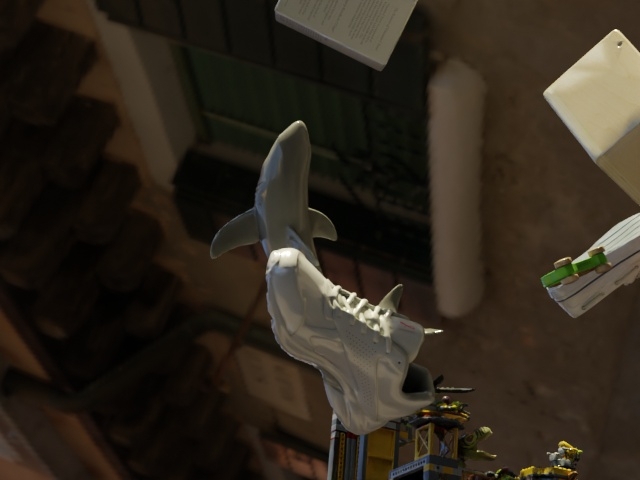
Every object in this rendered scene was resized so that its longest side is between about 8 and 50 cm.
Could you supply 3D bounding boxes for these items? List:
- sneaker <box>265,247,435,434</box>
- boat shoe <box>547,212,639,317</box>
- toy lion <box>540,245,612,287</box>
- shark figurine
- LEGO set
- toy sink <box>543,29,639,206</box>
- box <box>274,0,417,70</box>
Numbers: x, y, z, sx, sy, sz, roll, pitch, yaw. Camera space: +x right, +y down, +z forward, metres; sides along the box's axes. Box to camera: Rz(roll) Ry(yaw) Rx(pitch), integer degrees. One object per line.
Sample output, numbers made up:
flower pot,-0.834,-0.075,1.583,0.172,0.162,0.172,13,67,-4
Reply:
sneaker,0.035,0.083,1.150,0.232,0.115,0.090,53,-151,-35
boat shoe,0.464,0.035,1.925,0.226,0.076,0.083,-35,17,16
toy lion,0.331,0.043,1.631,0.100,0.034,0.096,-16,-12,-33
shark figurine,0.000,0.029,1.337,0.166,0.278,0.116,-39,17,-14
LEGO set,0.148,0.251,1.451,0.331,0.254,0.192,128,150,-62
toy sink,0.413,-0.125,1.522,0.131,0.153,0.234,-42,-51,16
box,0.039,-0.330,1.699,0.130,0.170,0.091,-63,3,1
